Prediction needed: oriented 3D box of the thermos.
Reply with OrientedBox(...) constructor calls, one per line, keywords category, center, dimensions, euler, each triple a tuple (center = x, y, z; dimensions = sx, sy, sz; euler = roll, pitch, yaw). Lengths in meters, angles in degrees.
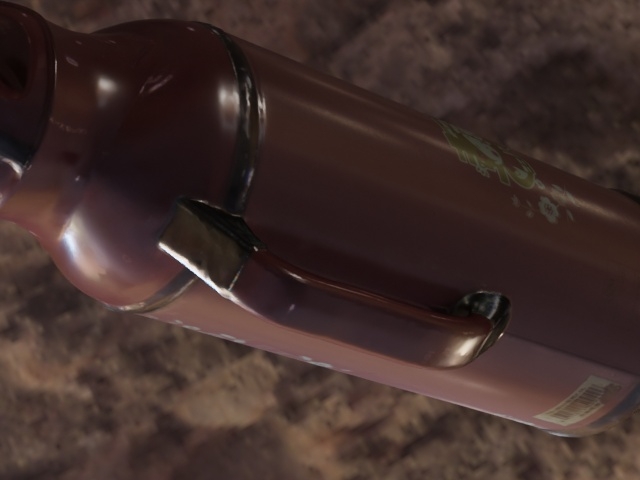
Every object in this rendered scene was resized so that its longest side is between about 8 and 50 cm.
OrientedBox(category="thermos", center=(-0.006, 0.002, 0.732), dimensions=(0.330, 0.136, 0.109), euler=(18, -39, -37))
